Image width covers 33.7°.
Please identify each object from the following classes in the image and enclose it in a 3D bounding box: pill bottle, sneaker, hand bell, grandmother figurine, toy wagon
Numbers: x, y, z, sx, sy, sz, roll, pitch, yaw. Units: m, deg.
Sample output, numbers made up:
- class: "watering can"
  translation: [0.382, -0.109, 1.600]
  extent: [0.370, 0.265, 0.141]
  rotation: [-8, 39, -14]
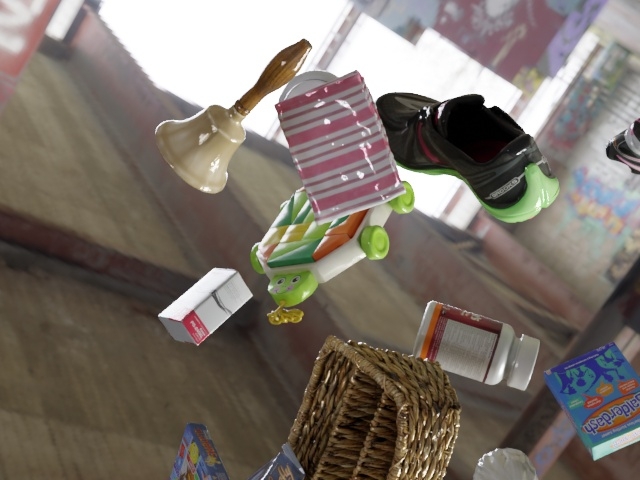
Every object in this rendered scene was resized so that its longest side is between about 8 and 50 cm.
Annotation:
- class: "pill bottle"
  translation: [0.295, 0.203, 2.009]
  extent: [0.221, 0.121, 0.121]
  rotation: [17, -169, 8]
- class: "sneaker"
  translation: [0.264, -0.210, 2.016]
  extent: [0.483, 0.185, 0.202]
  rotation: [32, 152, 47]
- class: "hand bell"
  translation: [-0.098, -0.185, 1.428]
  extent: [0.126, 0.242, 0.126]
  rotation: [38, -152, -25]
- class: "grandmother figurine"
  translation: [0.239, 0.448, 1.467]
  extent: [0.208, 0.342, 0.104]
  rotation: [-9, -158, -38]
- class: "sneaker"
  translation: [0.450, -0.113, 1.403]
  extent: [0.178, 0.072, 0.077]
  rotation: [23, 153, -29]
- class: "toy wagon"
  translation: [0.000, 0.000, 1.792]
  extent: [0.068, 0.267, 0.344]
  rotation: [57, -135, -27]
- class: "pill bottle"
  translation: [-0.007, -0.223, 1.794]
  extent: [0.131, 0.131, 0.229]
  rotation: [32, -171, -3]

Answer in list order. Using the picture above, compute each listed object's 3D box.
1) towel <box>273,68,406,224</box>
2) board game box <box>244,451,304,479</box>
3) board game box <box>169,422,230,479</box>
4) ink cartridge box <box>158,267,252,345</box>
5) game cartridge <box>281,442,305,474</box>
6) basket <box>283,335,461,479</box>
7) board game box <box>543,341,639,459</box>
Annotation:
- class: "towel"
  translation: [0.027, -0.135, 1.546]
  extent: [0.029, 0.144, 0.197]
  rotation: [3, -113, -77]
- class: "board game box"
  translation: [-0.135, 0.351, 1.177]
  extent: [0.042, 0.243, 0.165]
  rotation: [47, -156, -2]
- class: "board game box"
  translation: [-0.197, 0.415, 1.742]
  extent: [0.035, 0.136, 0.201]
  rotation: [8, -157, -27]
- class: "ink cartridge box"
  translation: [-0.218, 0.124, 2.015]
  extent: [0.109, 0.150, 0.063]
  rotation: [3, 130, 58]
- class: "game cartridge"
  translation: [-0.045, 0.370, 1.773]
  extent: [0.083, 0.017, 0.056]
  rotation: [84, 160, -74]
- class: "basket"
  translation: [0.080, 0.349, 1.803]
  extent: [0.223, 0.299, 0.213]
  rotation: [15, -158, -15]
- class: "board game box"
  translation: [0.560, 0.313, 2.088]
  extent: [0.210, 0.160, 0.047]
  rotation: [-116, 3, -48]
